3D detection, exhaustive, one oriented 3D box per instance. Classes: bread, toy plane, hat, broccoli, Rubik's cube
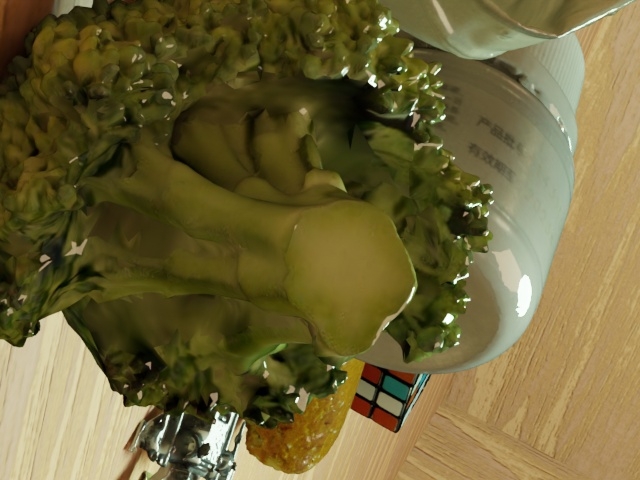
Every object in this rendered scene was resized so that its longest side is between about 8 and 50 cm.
[{"bbox_3d":[-0.014,0.154,1.960,0.132,0.103,0.172,-49,161,-54],"label":"bread"},{"bbox_3d":[-0.105,0.164,1.623,0.160,0.082,0.234,36,80,-53],"label":"toy plane"},{"bbox_3d":[0.057,-0.213,1.227,0.168,0.258,0.301,-33,180,-15],"label":"hat"},{"bbox_3d":[-0.045,-0.024,0.945,0.288,0.235,0.260,-17,168,-24],"label":"broccoli"},{"bbox_3d":[0.072,0.102,2.124,0.154,0.151,0.155,-54,166,-35],"label":"Rubik's cube"}]

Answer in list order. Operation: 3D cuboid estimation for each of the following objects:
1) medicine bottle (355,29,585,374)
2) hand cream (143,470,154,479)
[{"bbox_3d":[0.101,-0.064,1.584,0.245,0.245,0.306,104,8,-52],"label":"medicine bottle"},{"bbox_3d":[-0.176,0.262,1.672,0.035,0.022,0.102,58,55,-72],"label":"hand cream"}]
